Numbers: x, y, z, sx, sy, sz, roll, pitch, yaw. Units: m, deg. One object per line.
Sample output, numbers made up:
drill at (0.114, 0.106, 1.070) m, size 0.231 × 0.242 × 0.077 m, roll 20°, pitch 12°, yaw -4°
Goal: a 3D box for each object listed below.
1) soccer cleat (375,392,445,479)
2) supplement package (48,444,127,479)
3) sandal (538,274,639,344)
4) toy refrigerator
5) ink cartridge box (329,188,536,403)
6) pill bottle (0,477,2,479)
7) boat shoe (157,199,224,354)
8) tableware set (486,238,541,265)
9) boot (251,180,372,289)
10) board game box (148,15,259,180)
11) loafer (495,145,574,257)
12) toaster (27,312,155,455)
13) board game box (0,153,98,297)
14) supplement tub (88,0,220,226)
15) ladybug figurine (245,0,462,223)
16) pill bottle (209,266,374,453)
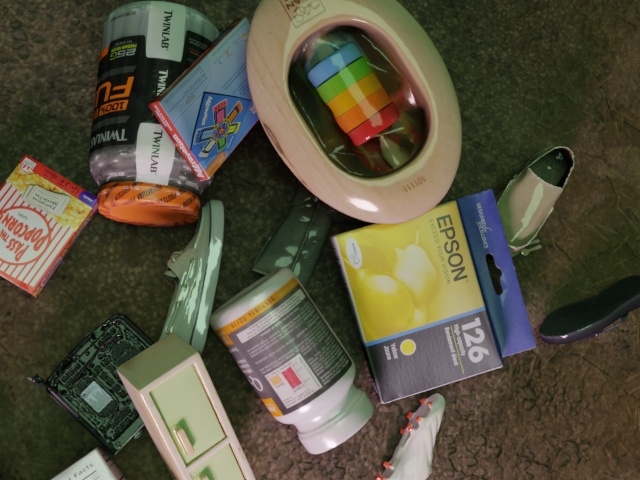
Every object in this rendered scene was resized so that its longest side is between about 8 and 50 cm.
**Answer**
soccer cleat at (0.168, 0.357, 1.308) m, size 0.076 × 0.068 × 0.196 m, roll 32°, pitch 80°, yaw -7°
supplement package at (-0.323, 0.449, 1.151) m, size 0.139 × 0.134 × 0.244 m, roll -33°, pitch 85°, yaw -16°
sandal at (0.525, 0.140, 1.416) m, size 0.254 × 0.097 × 0.054 m, roll -22°, pitch 108°, yaw -14°
toy refrigerator at (-0.197, 0.285, 1.157) m, size 0.102 × 0.094 × 0.269 m, roll -32°, pitch 122°, yaw -26°
ink cartridge box at (0.204, 0.093, 1.322) m, size 0.307 × 0.072 × 0.304 m, roll -17°, pitch 93°, yaw -4°
pill bottle at (-0.527, 0.398, 1.126) m, size 0.130 × 0.130 × 0.246 m, roll -36°, pitch 86°, yaw -17°
boat shoe at (-0.220, 0.056, 1.291) m, size 0.088 × 0.096 × 0.267 m, roll 11°, pitch 83°, yaw -13°
tableware set at (0.346, -0.012, 1.448) m, size 0.154 × 0.024 × 0.104 m, roll -17°, pitch 80°, yaw -14°
boot at (0.001, 0.001, 1.353) m, size 0.189 × 0.076 × 0.208 m, roll 19°, pitch 67°, yaw 7°
board game box at (-0.158, -0.237, 1.245) m, size 0.145 × 0.027 × 0.281 m, roll 58°, pitch 42°, yaw -27°
loafer at (0.389, -0.085, 1.423) m, size 0.102 × 0.092 × 0.268 m, roll 33°, pitch 66°, yaw 5°
toaster at (-0.329, 0.222, 1.217) m, size 0.185 × 0.110 × 0.168 m, roll 43°, pitch 72°, yaw 1°
board game box at (-0.485, -0.025, 1.279) m, size 0.146 × 0.045 × 0.193 m, roll 31°, pitch 73°, yaw -2°
supplement tub at (-0.274, -0.205, 1.279) m, size 0.207 × 0.207 × 0.338 m, roll 4°, pitch 76°, yaw -10°
ladybug figurine at (0.052, -0.238, 1.269) m, size 0.305 × 0.162 × 0.449 m, roll -30°, pitch 96°, yaw 2°
pill bottle at (-0.043, 0.195, 1.244) m, size 0.162 × 0.162 × 0.278 m, roll -35°, pitch 94°, yaw -16°
